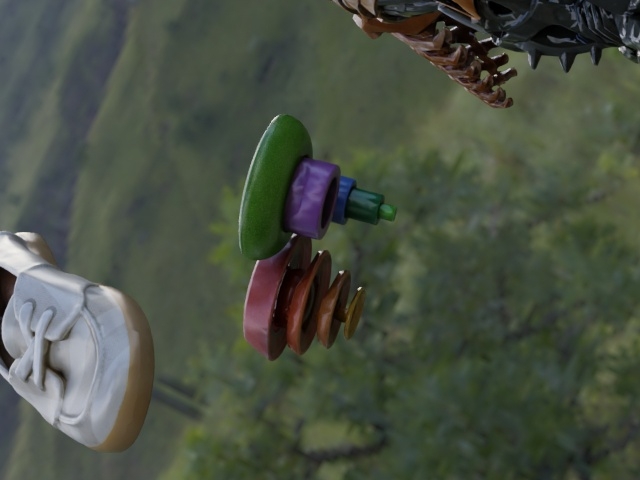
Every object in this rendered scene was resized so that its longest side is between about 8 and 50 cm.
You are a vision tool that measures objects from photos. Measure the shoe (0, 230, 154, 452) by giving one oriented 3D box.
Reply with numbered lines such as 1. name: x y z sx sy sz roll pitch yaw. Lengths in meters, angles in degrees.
1. shoe: -0.139 0.047 0.911 0.219 0.058 0.076 30 112 60

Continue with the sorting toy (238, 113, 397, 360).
1. sorting toy: 0.000 0.000 0.656 0.102 0.042 0.061 92 -163 -47

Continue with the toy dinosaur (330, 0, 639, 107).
1. toy dinosaur: 0.060 -0.157 0.823 0.322 0.218 0.164 15 -100 -74
